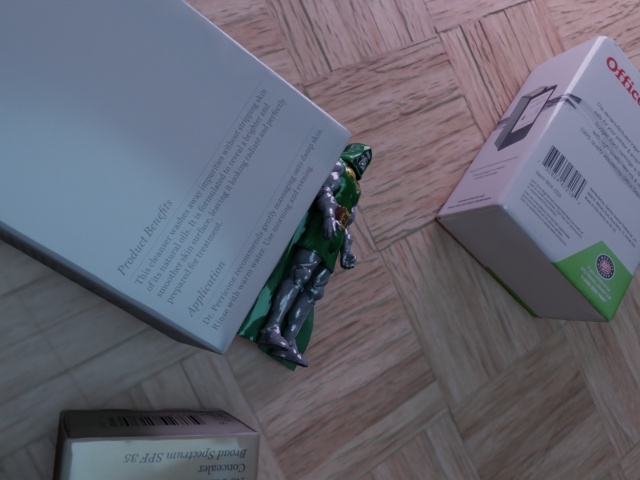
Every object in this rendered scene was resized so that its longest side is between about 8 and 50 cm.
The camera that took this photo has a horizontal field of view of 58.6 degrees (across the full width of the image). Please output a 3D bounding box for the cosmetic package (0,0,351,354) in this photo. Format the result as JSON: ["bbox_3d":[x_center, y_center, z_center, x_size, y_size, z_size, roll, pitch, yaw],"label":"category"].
[{"bbox_3d":[-0.196,-0.098,0.437,0.385,0.156,0.217,36,71,-16],"label":"cosmetic package"}]

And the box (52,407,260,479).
[{"bbox_3d":[-0.140,0.296,0.435,0.148,0.121,0.311,6,82,-25],"label":"box"}]

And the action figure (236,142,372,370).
[{"bbox_3d":[0.000,0.000,0.549,0.137,0.063,0.232,58,48,-58],"label":"action figure"}]

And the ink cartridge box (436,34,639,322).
[{"bbox_3d":[0.298,-0.070,0.681,0.198,0.115,0.273,42,69,-15],"label":"ink cartridge box"}]
